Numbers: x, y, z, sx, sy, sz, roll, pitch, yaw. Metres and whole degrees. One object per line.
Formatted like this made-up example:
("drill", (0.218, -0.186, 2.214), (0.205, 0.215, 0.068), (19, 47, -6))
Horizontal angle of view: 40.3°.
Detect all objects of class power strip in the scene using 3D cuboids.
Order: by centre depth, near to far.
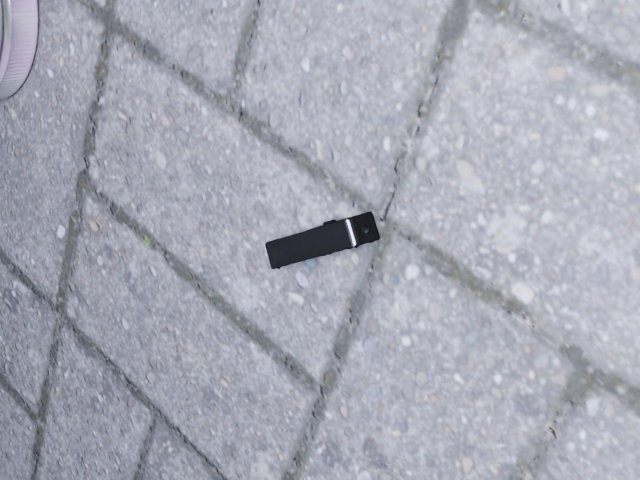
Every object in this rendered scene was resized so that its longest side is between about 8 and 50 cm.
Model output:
("power strip", (0.000, 0.000, 0.768), (0.111, 0.038, 0.029), (-16, 91, 42))

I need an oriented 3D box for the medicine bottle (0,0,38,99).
("medicine bottle", (-0.492, -0.270, 0.991), (0.252, 0.241, 0.252), (13, 110, 39))
